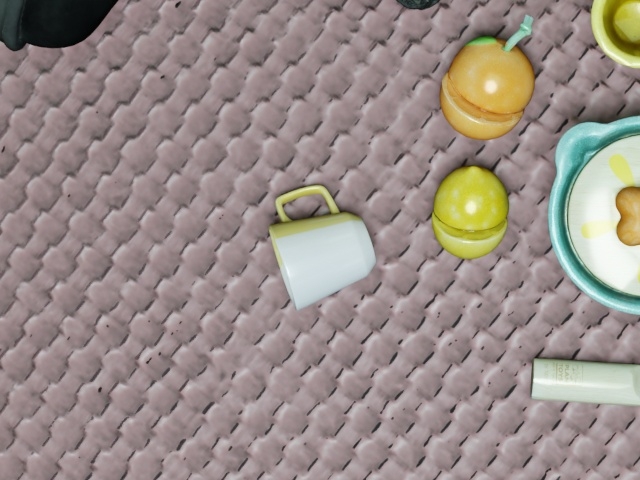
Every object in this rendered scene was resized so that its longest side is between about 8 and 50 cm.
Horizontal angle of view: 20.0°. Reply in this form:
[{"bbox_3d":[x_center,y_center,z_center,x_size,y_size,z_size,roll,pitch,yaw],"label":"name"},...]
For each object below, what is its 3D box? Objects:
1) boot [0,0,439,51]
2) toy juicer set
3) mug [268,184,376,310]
[{"bbox_3d":[-0.038,-0.216,1.212,0.260,0.131,0.348,37,94,1],"label":"boot"},{"bbox_3d":[0.186,-0.005,1.230,0.209,0.089,0.329,-17,92,4],"label":"toy juicer set"},{"bbox_3d":[0.001,0.002,1.258,0.064,0.062,0.078,-18,98,-4],"label":"mug"}]
